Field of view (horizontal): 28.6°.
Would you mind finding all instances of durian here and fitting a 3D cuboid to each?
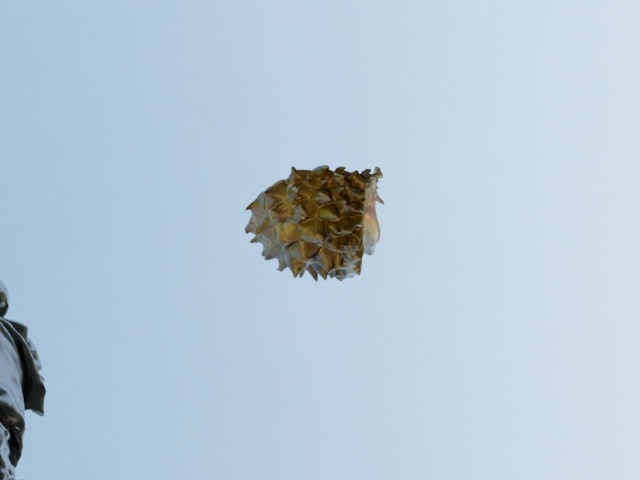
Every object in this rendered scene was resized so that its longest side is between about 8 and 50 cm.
[{"bbox_3d":[0.008,0.008,1.192,0.140,0.224,0.078,-16,-117,5],"label":"durian"}]

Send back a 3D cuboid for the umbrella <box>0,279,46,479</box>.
[{"bbox_3d":[-0.282,0.120,0.985,0.143,0.094,0.349,51,-175,-26],"label":"umbrella"}]
